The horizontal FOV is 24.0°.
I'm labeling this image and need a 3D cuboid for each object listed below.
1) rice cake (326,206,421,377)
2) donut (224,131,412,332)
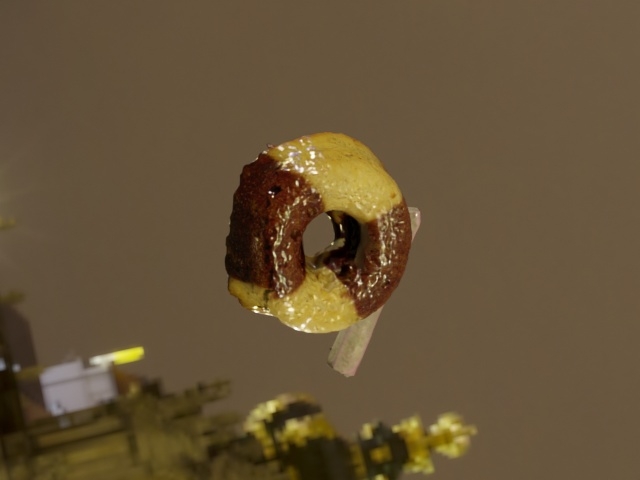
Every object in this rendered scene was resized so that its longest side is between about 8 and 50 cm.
[{"bbox_3d":[0.062,0.055,1.686,0.206,0.036,0.047,-66,-163,-2],"label":"rice cake"},{"bbox_3d":[0.000,0.000,1.022,0.059,0.140,0.140,-139,-138,-57],"label":"donut"}]
